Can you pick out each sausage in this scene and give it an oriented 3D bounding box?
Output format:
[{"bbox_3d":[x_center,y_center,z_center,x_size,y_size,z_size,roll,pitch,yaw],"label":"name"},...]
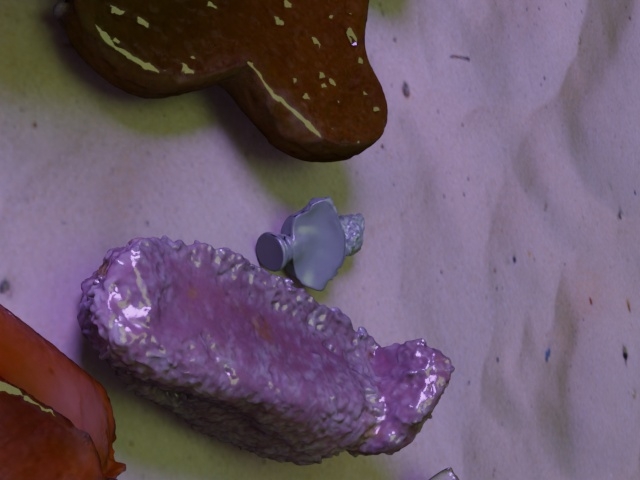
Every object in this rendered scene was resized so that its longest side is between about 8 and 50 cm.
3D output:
[{"bbox_3d":[-0.233,0.037,0.516,0.330,0.102,0.102,42,55,-28],"label":"sausage"}]

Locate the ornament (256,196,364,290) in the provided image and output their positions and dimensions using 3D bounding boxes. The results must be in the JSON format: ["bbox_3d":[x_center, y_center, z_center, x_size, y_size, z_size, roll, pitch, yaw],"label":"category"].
[{"bbox_3d":[-0.003,0.001,0.780,0.092,0.041,0.068,23,85,-48],"label":"ornament"}]

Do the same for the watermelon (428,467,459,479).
[{"bbox_3d":[0.110,0.257,0.794,0.135,0.094,0.125,-49,122,-34],"label":"watermelon"}]

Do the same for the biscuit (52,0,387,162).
[{"bbox_3d":[-0.033,-0.269,0.797,0.283,0.064,0.431,20,65,-29],"label":"biscuit"}]

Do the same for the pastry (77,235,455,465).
[{"bbox_3d":[-0.044,0.078,0.682,0.265,0.112,0.102,26,55,-29],"label":"pastry"}]
